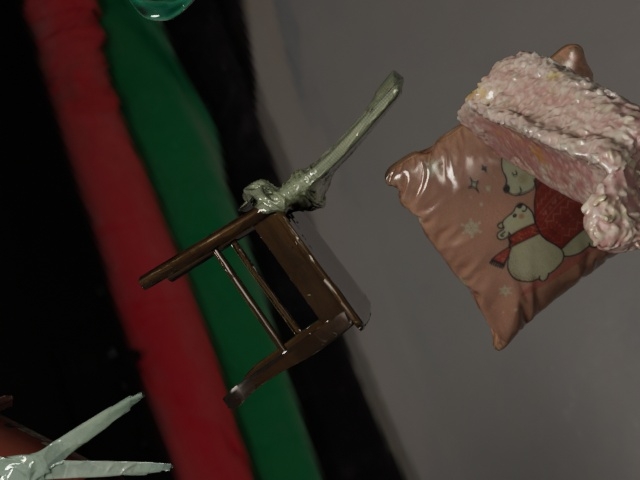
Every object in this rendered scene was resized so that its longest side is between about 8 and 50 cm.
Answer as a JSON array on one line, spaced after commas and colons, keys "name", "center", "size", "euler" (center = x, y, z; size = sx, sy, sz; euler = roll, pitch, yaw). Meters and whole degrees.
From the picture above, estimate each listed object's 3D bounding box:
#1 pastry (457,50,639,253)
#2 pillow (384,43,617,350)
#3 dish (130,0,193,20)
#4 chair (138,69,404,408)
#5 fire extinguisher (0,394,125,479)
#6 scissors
[{"name": "pastry", "center": [0.215, -0.082, 1.131], "size": [0.103, 0.112, 0.265], "euler": [45, -175, -37]}, {"name": "pillow", "center": [0.209, -0.040, 1.322], "size": [0.223, 0.236, 0.084], "euler": [52, -175, -17]}, {"name": "dish", "center": [-0.136, -0.321, 1.287], "size": [0.078, 0.246, 0.224], "euler": [-5, -71, -57]}, {"name": "chair", "center": [0.000, 0.000, 1.338], "size": [0.186, 0.319, 0.160], "euler": [54, -174, 1]}, {"name": "fire extinguisher", "center": [-0.350, 0.250, 1.558], "size": [0.147, 0.337, 0.106], "euler": [-26, -57, -42]}, {"name": "scissors", "center": [-0.270, 0.216, 1.286], "size": [0.017, 0.248, 0.144], "euler": [-95, -13, -76]}]
